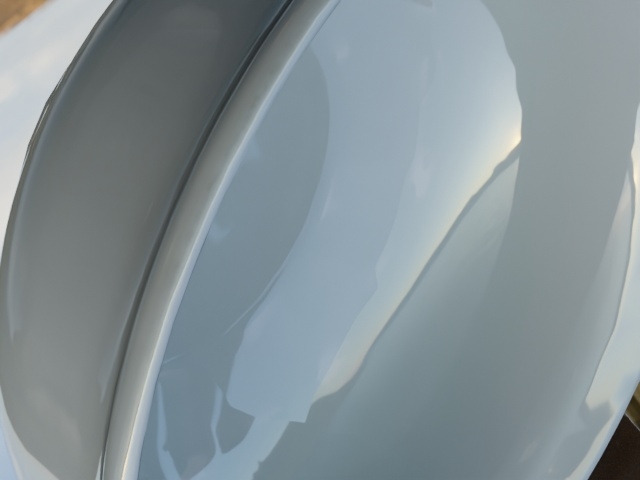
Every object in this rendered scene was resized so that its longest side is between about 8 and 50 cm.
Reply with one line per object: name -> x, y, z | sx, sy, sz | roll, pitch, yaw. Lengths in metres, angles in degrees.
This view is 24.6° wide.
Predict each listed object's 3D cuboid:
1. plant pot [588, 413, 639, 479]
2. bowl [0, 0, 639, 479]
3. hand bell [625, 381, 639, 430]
plant pot -> 0.217, 0.203, 1.119 | 0.167, 0.167, 0.165 | -3, -139, 54
bowl -> 0.000, 0.000, 0.466 | 0.134, 0.298, 0.298 | 26, -117, 33
hand bell -> 0.251, 0.000, 0.678 | 0.242, 0.126, 0.126 | -19, -161, -15
